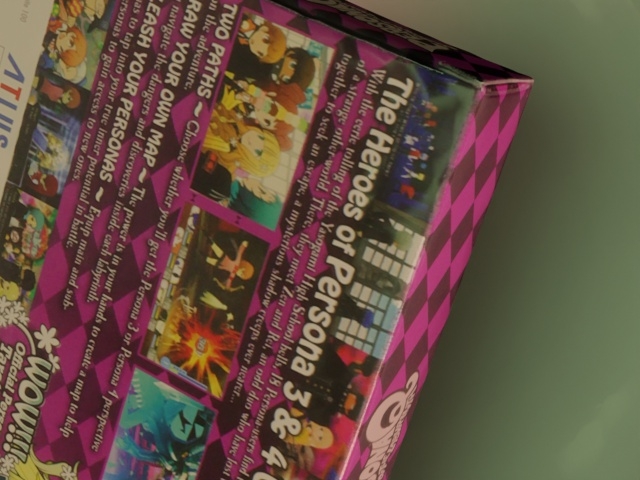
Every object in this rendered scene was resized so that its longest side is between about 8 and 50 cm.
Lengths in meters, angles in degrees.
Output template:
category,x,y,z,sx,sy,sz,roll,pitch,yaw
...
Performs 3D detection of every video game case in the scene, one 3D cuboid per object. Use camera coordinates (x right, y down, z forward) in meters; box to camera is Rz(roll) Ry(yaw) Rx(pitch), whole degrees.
category,x,y,z,sx,sy,sz,roll,pitch,yaw
video game case,-0.071,0.020,0.483,0.210,0.042,0.232,26,110,24

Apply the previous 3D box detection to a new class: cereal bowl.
category,x,y,z,sx,sy,sz,roll,pitch,yaw
cereal bowl,0.000,0.000,0.545,0.339,0.141,0.338,5,100,28
